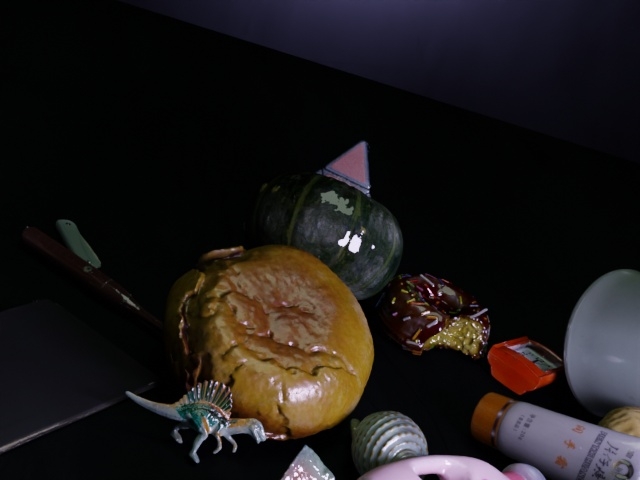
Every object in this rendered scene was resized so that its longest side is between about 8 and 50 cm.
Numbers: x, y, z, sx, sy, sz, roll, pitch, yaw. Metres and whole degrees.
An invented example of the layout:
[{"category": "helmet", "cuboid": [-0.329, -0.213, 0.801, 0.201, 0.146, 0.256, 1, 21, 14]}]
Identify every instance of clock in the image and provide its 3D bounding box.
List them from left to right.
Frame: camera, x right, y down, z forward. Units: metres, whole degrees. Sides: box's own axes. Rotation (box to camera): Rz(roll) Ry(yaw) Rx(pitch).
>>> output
[{"category": "clock", "cuboid": [0.392, 0.237, 2.081, 0.113, 0.061, 0.155, 35, 23, 29]}]

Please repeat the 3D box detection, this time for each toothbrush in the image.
[{"category": "toothbrush", "cuboid": [-0.363, 0.075, 1.827, 0.364, 0.041, 0.041, 31, 25, 23]}]

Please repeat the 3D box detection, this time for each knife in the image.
[{"category": "knife", "cuboid": [-0.423, 0.011, 1.936, 0.044, 0.023, 0.162, 2, 30, -33]}]

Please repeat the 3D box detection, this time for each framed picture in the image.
[{"category": "framed picture", "cuboid": [-0.426, 0.183, 1.573, 0.255, 0.014, 0.338, 31, 25, 23]}]

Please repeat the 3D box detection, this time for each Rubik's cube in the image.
[{"category": "Rubik's cube", "cuboid": [0.028, -0.038, 2.266, 0.233, 0.228, 0.229, -5, 42, 49]}]

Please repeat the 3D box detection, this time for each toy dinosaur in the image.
[{"category": "toy dinosaur", "cuboid": [-0.168, 0.240, 1.541, 0.187, 0.106, 0.044, 44, -7, 2]}]

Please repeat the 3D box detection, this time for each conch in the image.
[{"category": "conch", "cuboid": [0.109, 0.308, 1.642, 0.135, 0.102, 0.153, 34, 23, -27]}]

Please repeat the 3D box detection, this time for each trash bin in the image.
[{"category": "trash bin", "cuboid": [0.636, 0.208, 1.936, 0.280, 0.280, 0.432, 4, 4, -34]}]

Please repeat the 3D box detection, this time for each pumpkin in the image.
[{"category": "pumpkin", "cuboid": [0.000, 0.000, 2.036, 0.300, 0.207, 0.300, 24, -10, 5]}]

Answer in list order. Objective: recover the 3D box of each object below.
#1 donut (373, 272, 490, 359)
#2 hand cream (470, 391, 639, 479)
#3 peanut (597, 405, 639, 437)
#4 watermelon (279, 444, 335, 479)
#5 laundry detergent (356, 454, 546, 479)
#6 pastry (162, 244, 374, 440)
[{"category": "donut", "cuboid": [0.217, 0.137, 2.102, 0.230, 0.096, 0.216, 12, 25, -19]}, {"category": "hand cream", "cuboid": [0.385, 0.336, 1.735, 0.314, 0.140, 0.089, 16, -25, 35]}, {"category": "peanut", "cuboid": [0.506, 0.383, 1.764, 0.149, 0.149, 0.313, 17, 27, -9]}, {"category": "watermelon", "cuboid": [-0.061, 0.370, 1.346, 0.094, 0.154, 0.241, 28, 37, 16]}, {"category": "laundry detergent", "cuboid": [0.193, 0.374, 1.556, 0.335, 0.088, 0.159, -1, 61, -43]}, {"category": "pastry", "cuboid": [-0.076, 0.149, 1.700, 0.356, 0.164, 0.356, 17, 38, -14]}]
